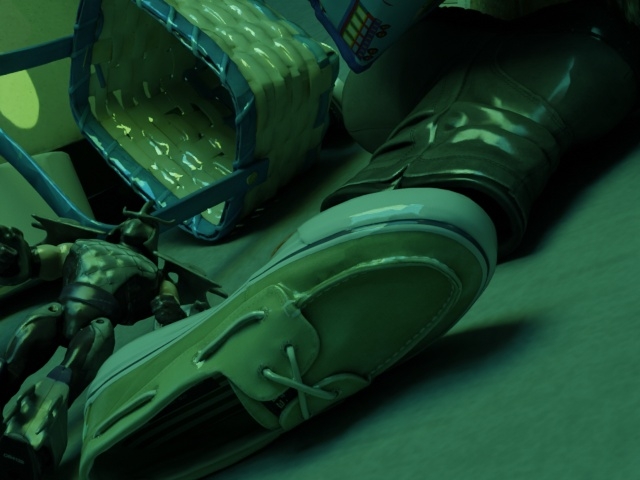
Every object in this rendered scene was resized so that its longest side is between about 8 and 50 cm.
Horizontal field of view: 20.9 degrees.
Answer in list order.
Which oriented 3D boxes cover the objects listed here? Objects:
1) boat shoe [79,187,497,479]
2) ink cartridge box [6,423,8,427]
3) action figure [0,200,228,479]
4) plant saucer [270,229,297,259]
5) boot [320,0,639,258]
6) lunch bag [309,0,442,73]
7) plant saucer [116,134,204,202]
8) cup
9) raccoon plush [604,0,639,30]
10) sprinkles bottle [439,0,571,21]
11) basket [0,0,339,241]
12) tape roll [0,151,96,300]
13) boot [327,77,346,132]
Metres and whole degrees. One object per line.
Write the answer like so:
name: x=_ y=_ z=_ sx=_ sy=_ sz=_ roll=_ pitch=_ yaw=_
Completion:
boat shoe: x=-0.022 y=0.074 z=1.037 sx=0.302 sy=0.109 sz=0.094 roll=-32 pitch=29 yaw=27
ink cartridge box: x=-0.445 y=0.092 z=1.370 sx=0.151 sy=0.270 sz=0.395 roll=-37 pitch=18 yaw=-35
action figure: x=-0.177 y=0.064 z=1.251 sx=0.185 sy=0.099 sz=0.285 roll=13 pitch=45 yaw=18
plant saucer: x=0.000 y=0.000 z=1.336 sx=0.083 sy=0.013 sz=0.083 roll=-27 pitch=16 yaw=8
boot: x=0.070 y=-0.072 z=1.262 sx=0.223 sy=0.118 sz=0.338 roll=-44 pitch=17 yaw=-28
lunch bag: x=0.126 y=-0.283 z=1.261 sx=0.293 sy=0.138 sz=0.221 roll=-30 pitch=-16 yaw=-29
plant saucer: x=-0.155 y=-0.071 z=1.799 sx=0.119 sy=0.021 sz=0.119 roll=-27 pitch=16 yaw=8
cup: x=-0.325 y=-0.163 z=1.792 sx=0.331 sy=0.237 sz=0.331 roll=-23 pitch=-5 yaw=-2
raccoon plush: x=0.323 y=-0.232 z=1.015 sx=0.299 sy=0.216 sz=0.446 roll=-25 pitch=35 yaw=-1
sprinkles bottle: x=0.140 y=-0.203 z=1.508 sx=0.121 sy=0.121 sz=0.355 roll=-35 pitch=17 yaw=-15
basket: x=-0.143 y=-0.109 z=1.494 sx=0.289 sy=0.201 sz=0.255 roll=-20 pitch=50 yaw=-37
tape roll: x=-0.343 y=0.018 z=1.580 sx=0.286 sy=0.100 sz=0.286 roll=-23 pitch=0 yaw=0
boot: x=-0.024 y=-0.113 z=1.639 sx=0.086 sy=0.069 sz=0.190 roll=-40 pitch=10 yaw=-10
